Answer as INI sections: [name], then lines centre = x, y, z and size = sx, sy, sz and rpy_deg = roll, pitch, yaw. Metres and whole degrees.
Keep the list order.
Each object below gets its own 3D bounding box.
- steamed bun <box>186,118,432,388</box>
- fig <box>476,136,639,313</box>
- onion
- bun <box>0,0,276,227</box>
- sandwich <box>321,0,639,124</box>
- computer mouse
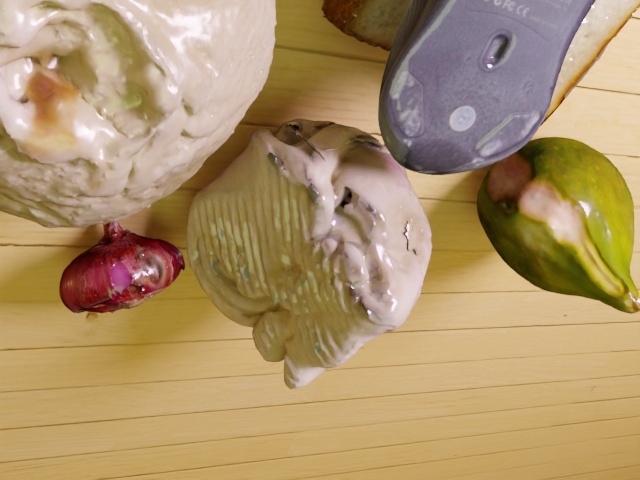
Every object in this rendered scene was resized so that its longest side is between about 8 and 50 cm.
[steamed bun]
centre = 0.000, 0.000, 0.789
size = 0.207, 0.268, 0.280
rpy_deg = -27, 168, -49
[fig]
centre = 0.331, -0.001, 0.866
size = 0.205, 0.275, 0.206
rpy_deg = -12, 138, -12
[onion]
centre = -0.247, 0.014, 0.793
size = 0.150, 0.140, 0.150
rpy_deg = -20, -179, 0
[bun]
centre = -0.201, -0.155, 0.536
size = 0.348, 0.227, 0.352
rpy_deg = 11, 130, -33
[sandwich]
centre = 0.187, -0.277, 0.661
size = 0.301, 0.099, 0.271
rpy_deg = 18, 121, -30
[computer mouse]
centre = 0.165, -0.224, 0.574
size = 0.167, 0.090, 0.379
rpy_deg = 14, 122, -24
